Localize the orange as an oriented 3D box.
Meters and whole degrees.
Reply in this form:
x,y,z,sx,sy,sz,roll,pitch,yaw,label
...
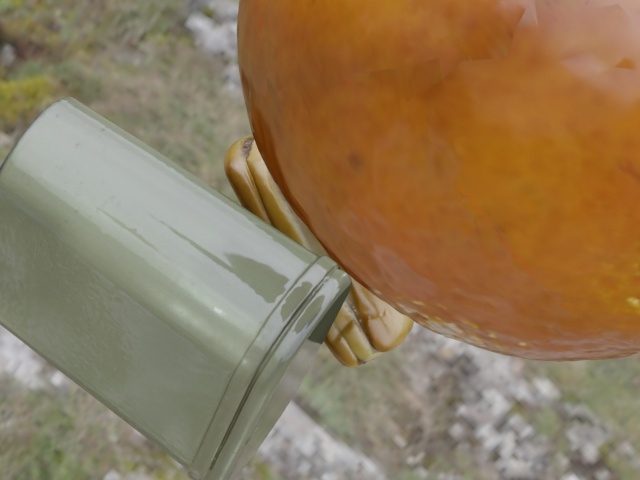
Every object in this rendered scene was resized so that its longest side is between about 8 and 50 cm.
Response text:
x,y,z,sx,sy,sz,roll,pitch,yaw,label
0.161,-0.125,0.962,0.326,0.424,0.424,46,34,-31,orange

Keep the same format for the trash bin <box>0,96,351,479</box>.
x,y,z,sx,sy,sz,roll,pitch,yaw,label
-0.123,0.041,1.321,0.247,0.243,0.121,35,53,8,trash bin

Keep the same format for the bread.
x,y,z,sx,sy,sz,roll,pitch,yaw,label
0.000,0.000,1.409,0.200,0.077,0.116,59,17,-5,bread
